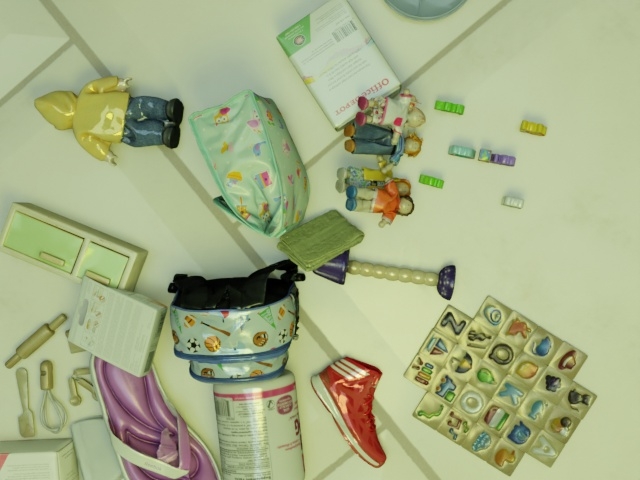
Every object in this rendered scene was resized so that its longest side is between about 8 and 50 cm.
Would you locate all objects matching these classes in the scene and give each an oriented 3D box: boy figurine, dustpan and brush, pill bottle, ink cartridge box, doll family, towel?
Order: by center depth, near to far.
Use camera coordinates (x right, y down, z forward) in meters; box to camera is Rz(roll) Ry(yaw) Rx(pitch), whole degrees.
[{"bbox_3d":[0.120,-0.158,1.682,0.163,0.118,0.263,5,95,-26],"label":"doll family"},{"bbox_3d":[0.000,0.000,1.699,0.148,0.027,0.110,-30,49,-21],"label":"towel"},{"bbox_3d":[-0.114,0.400,1.700,0.160,0.160,0.283,-6,92,4],"label":"pill bottle"},{"bbox_3d":[-0.392,0.163,1.700,0.179,0.045,0.146,23,105,22],"label":"ink cartridge box"},{"bbox_3d":[0.038,-0.339,1.701,0.154,0.093,0.212,-33,88,5],"label":"ink cartridge box"},{"bbox_3d":[-0.421,-0.236,1.739,0.285,0.092,0.177,5,92,5],"label":"boy figurine"},{"bbox_3d":[-0.595,0.551,1.760,0.207,0.117,0.283,-3,91,4],"label":"ink cartridge box"},{"bbox_3d":[-0.384,0.407,1.778,0.211,0.060,0.147,-21,77,11],"label":"dustpan and brush"}]

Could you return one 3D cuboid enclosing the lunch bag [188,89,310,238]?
[{"bbox_3d":[-0.118,-0.131,1.653,0.160,0.223,0.262,-22,92,10],"label":"lunch bag"}]

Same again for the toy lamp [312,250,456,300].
[{"bbox_3d":[0.122,0.061,1.717,0.274,0.080,0.080,10,92,1],"label":"toy lamp"}]

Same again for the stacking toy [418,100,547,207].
[{"bbox_3d":[0.312,-0.166,1.710,0.221,0.052,0.167,14,91,5],"label":"stacking toy"}]

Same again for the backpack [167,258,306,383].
[{"bbox_3d":[-0.164,0.157,1.645,0.276,0.263,0.213,-8,91,3],"label":"backpack"}]

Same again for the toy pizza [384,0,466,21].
[{"bbox_3d":[0.205,-0.525,1.713,0.201,0.032,0.201,0,91,5],"label":"toy pizza"}]

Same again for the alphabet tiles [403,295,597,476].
[{"bbox_3d":[0.353,0.287,1.738,0.342,0.011,0.285,32,93,3],"label":"alphabet tiles"}]

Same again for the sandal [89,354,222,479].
[{"bbox_3d":[-0.330,0.376,1.710,0.169,0.102,0.416,-31,84,-19],"label":"sandal"}]

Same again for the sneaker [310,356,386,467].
[{"bbox_3d":[0.089,0.326,1.721,0.128,0.087,0.221,-37,90,6],"label":"sneaker"}]

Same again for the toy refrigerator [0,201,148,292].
[{"bbox_3d":[-0.493,0.019,1.749,0.269,0.094,0.102,22,93,3],"label":"toy refrigerator"}]

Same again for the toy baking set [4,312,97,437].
[{"bbox_3d":[-0.544,0.278,1.787,0.256,0.030,0.197,-36,85,4],"label":"toy baking set"}]
